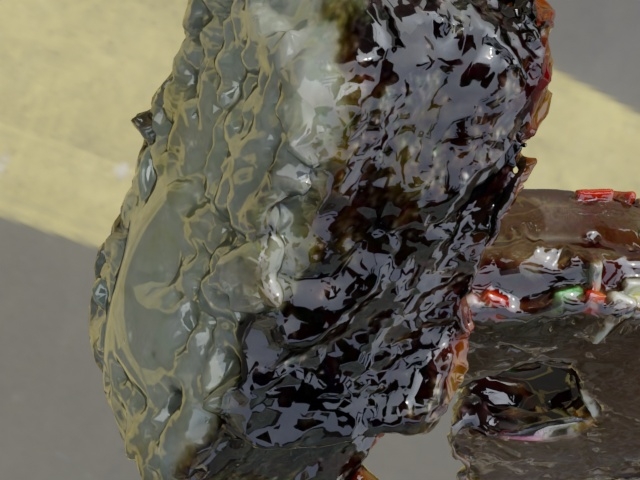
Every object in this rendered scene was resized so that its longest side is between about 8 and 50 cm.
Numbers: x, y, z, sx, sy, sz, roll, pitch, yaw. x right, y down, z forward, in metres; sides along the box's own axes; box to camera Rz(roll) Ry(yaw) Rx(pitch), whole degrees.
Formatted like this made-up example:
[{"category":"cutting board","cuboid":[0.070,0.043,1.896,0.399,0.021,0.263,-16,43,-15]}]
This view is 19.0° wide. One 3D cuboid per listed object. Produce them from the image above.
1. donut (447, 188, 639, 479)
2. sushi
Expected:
[{"category":"donut","cuboid":[0.193,0.073,1.443,0.345,0.259,0.136,58,26,-53]},{"category":"sushi","cuboid":[0.000,0.000,0.960,0.182,0.196,0.343,7,122,-21]}]
